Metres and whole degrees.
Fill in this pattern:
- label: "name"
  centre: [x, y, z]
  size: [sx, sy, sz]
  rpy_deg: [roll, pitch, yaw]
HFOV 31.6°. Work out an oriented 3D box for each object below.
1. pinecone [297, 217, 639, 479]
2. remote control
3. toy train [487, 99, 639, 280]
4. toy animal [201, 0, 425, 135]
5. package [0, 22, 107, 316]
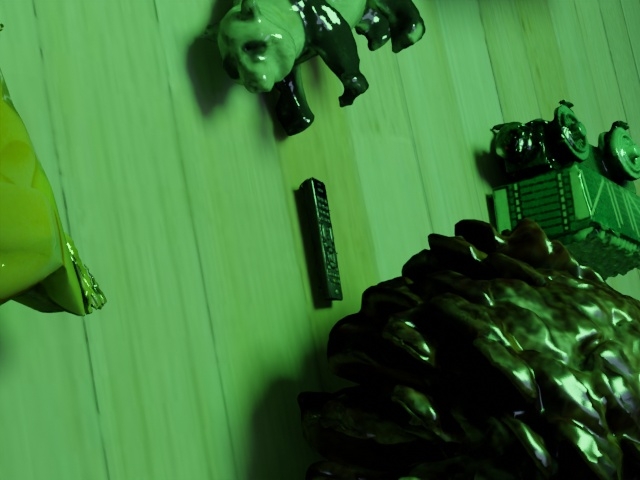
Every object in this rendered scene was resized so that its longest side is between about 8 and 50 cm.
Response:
- label: "pinecone"
  centre: [0.123, 0.138, 0.739]
  size: [0.296, 0.242, 0.298]
  rpy_deg: [-17, 59, -44]
- label: "remote control"
  centre: [0.000, 0.000, 0.831]
  size: [0.034, 0.016, 0.091]
  rpy_deg: [22, 57, -70]
- label: "toy train"
  centre: [0.269, -0.050, 1.176]
  size: [0.269, 0.115, 0.154]
  rpy_deg: [16, 58, -55]
- label: "toy animal"
  centre: [-0.005, -0.161, 0.827]
  size: [0.121, 0.094, 0.225]
  rpy_deg: [52, 46, -14]
- label: "package"
  centre: [-0.191, -0.017, 0.474]
  size: [0.226, 0.090, 0.168]
  rpy_deg: [-28, 98, -55]
